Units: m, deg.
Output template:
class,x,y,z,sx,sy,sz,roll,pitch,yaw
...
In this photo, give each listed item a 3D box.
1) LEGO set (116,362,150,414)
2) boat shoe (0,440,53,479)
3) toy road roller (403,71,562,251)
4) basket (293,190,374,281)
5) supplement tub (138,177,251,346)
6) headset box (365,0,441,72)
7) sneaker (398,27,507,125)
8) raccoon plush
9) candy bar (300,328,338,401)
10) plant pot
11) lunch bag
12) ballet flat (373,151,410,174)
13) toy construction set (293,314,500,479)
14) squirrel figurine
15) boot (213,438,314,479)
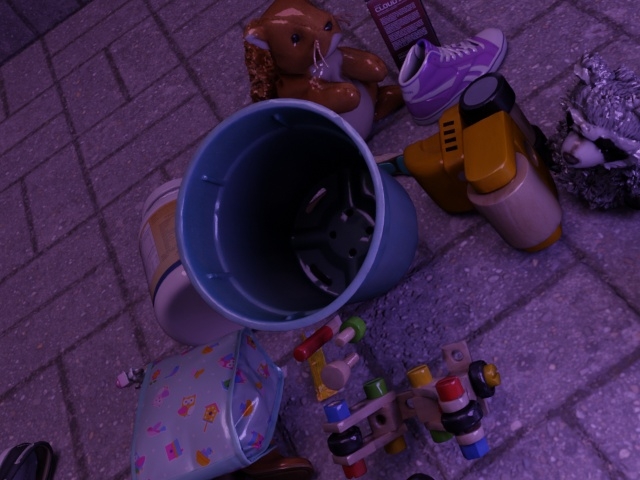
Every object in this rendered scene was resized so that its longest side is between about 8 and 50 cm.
class,x,y,z,sx,sy,sz,roll,pitch,yaw
LEGO set,-0.292,0.373,1.490,0.107,0.132,0.287,-36,64,25
boat shoe,-0.593,0.512,1.541,0.091,0.114,0.303,-21,41,21
toy road roller,0.285,-0.118,1.481,0.240,0.202,0.330,-27,37,28
basket,0.000,0.000,1.592,0.226,0.154,0.204,-32,30,11
supplement tub,-0.246,0.036,1.656,0.228,0.228,0.316,-32,43,5
headset box,0.173,-0.519,1.821,0.110,0.293,0.218,-24,45,12
sneaker,0.283,-0.392,1.740,0.282,0.161,0.102,-46,42,-12
raccoon plush,0.519,-0.263,1.334,0.216,0.299,0.447,22,65,19
candy bar,-0.005,0.224,1.493,0.040,0.018,0.162,-26,43,7
plant pot,-0.004,-0.027,1.330,0.340,0.334,0.342,-2,85,23
lunch bag,-0.191,0.303,1.353,0.223,0.160,0.262,-23,32,18
ballet flat,0.166,-0.167,1.697,0.168,0.057,0.052,-3,43,30
toy construction set,0.129,0.223,1.246,0.257,0.309,0.237,-49,-8,31
squirrel figurine,-0.052,-0.369,1.777,0.396,0.370,0.281,21,67,42
boot,-0.098,0.353,1.405,0.197,0.073,0.152,-13,44,20
